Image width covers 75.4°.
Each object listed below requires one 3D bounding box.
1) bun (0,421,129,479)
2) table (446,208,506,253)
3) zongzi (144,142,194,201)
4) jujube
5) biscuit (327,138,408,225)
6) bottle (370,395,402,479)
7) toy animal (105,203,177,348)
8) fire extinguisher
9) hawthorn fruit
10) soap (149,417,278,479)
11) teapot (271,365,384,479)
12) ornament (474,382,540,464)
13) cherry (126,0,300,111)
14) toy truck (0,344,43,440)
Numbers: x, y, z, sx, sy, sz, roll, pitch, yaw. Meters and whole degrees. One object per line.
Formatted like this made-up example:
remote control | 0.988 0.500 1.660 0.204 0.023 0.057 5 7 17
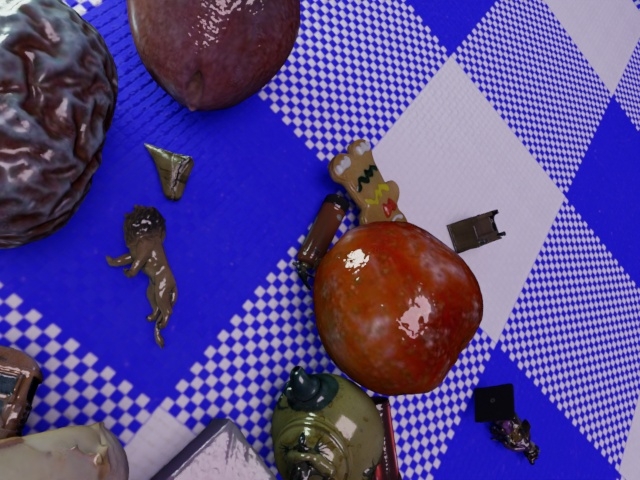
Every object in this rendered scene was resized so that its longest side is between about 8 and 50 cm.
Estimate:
bun | -0.328 0.282 0.374 0.298 0.299 0.165 -7 69 -28
table | 0.343 -0.020 0.905 0.083 0.082 0.070 -16 86 -28
zongzi | -0.251 -0.108 0.653 0.083 0.040 0.076 19 78 -10
jujube | -0.377 -0.154 0.505 0.225 0.226 0.317 21 66 -22
biscuit | 0.112 -0.082 0.804 0.240 0.035 0.158 53 48 -18
bottle | 0.106 0.363 0.722 0.060 0.060 0.164 -3 82 -27
toy animal | -0.255 0.049 0.600 0.086 0.069 0.220 -8 85 -38
fire extinguisher | 0.000 0.000 0.748 0.062 0.050 0.177 37 67 -26
hawthorn fruit | 0.117 0.105 0.670 0.284 0.284 0.285 6 77 -26
soap | -0.153 0.435 0.520 0.285 0.107 0.296 50 55 1
teapot | 0.002 0.305 0.597 0.182 0.173 0.270 -16 95 -71
ornament | 0.398 0.386 0.862 0.203 0.088 0.081 48 38 -24
cherry | -0.165 -0.343 0.644 0.261 0.221 0.308 12 87 -16
toy truck | -0.454 0.144 0.461 0.256 0.108 0.140 22 57 -18
